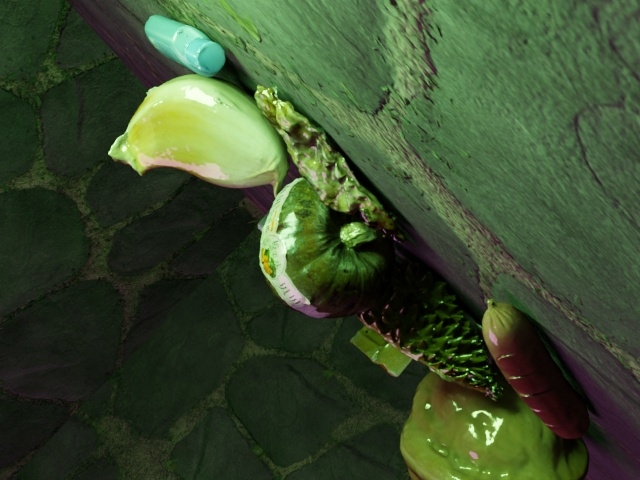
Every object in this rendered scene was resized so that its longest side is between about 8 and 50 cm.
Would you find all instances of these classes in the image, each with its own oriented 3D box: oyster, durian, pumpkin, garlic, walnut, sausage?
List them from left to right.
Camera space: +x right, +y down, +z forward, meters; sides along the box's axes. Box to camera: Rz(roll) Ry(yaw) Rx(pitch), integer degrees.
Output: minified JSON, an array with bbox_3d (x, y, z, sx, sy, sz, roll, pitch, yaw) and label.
[{"bbox_3d":[-0.203,-0.193,1.529,0.313,0.249,0.286,0,161,9],"label":"garlic"},{"bbox_3d":[0.013,-0.114,1.322,0.345,0.078,0.129,47,167,-11],"label":"oyster"},{"bbox_3d":[0.024,0.010,1.436,0.260,0.260,0.189,45,141,-18],"label":"pumpkin"},{"bbox_3d":[0.183,0.180,1.575,0.394,0.163,0.198,37,148,12],"label":"durian"},{"bbox_3d":[0.349,0.434,1.714,0.383,0.383,0.383,44,176,4],"label":"walnut"},{"bbox_3d":[0.345,0.218,1.310,0.088,0.088,0.433,39,174,47],"label":"sausage"}]

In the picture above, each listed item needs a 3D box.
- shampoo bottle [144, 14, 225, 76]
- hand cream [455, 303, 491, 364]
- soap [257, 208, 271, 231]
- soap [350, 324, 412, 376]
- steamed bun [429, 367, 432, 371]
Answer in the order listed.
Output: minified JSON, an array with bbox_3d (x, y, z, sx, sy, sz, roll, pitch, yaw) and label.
[{"bbox_3d":[-0.229,-0.334,1.430,0.104,0.061,0.258,42,178,-33],"label":"shampoo bottle"},{"bbox_3d":[0.228,0.143,1.702,0.314,0.089,0.139,30,156,38],"label":"hand cream"},{"bbox_3d":[0.000,0.000,1.891,0.265,0.160,0.087,42,174,32],"label":"soap"},{"bbox_3d":[0.197,0.249,2.240,0.091,0.199,0.315,42,175,-7],"label":"soap"},{"bbox_3d":[0.362,0.350,2.058,0.228,0.131,0.177,56,-177,-29],"label":"steamed bun"}]
